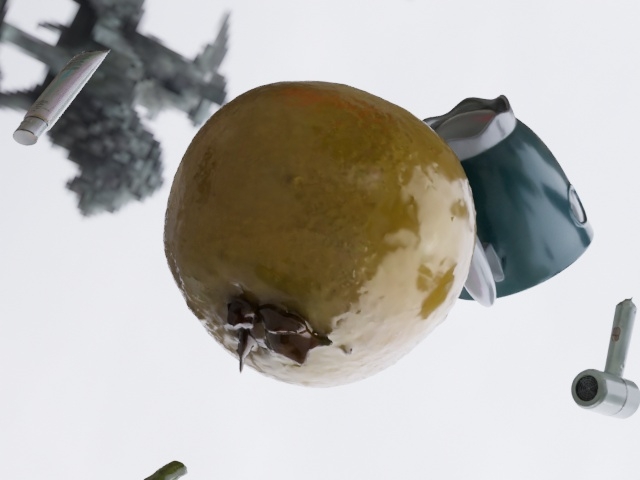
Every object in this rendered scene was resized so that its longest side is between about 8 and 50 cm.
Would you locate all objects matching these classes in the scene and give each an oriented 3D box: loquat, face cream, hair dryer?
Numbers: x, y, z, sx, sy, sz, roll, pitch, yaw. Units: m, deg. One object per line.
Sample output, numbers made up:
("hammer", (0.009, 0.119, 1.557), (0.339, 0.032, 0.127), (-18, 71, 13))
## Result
("loquat", (0.000, 0.000, 1.304), (0.275, 0.275, 0.275), (-37, -140, 39))
("face cream", (-0.212, -0.121, 1.252), (0.038, 0.020, 0.115), (-3, -137, 35))
("hair dryer", (0.329, 0.128, 1.722), (0.047, 0.082, 0.137), (7, -99, 43))

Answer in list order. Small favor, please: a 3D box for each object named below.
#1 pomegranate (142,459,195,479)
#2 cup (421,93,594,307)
("pomegranate", (-0.198, 0.250, 1.008), (0.302, 0.236, 0.236), (-38, -149, -6))
("cup", (0.174, -0.052, 1.578), (0.167, 0.173, 0.300), (-15, -158, 23))
